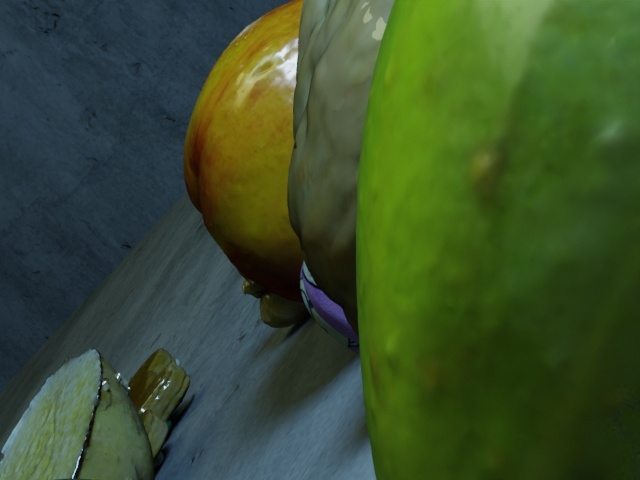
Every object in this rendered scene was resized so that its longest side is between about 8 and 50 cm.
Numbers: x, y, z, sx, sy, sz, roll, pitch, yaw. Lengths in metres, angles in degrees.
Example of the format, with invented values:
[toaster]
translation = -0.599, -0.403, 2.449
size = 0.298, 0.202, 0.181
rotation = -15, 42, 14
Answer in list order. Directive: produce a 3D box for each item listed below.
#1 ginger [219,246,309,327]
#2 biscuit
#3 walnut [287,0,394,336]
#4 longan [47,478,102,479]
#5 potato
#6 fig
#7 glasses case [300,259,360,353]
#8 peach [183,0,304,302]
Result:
[ginger]
translation = -0.014, -0.005, 1.745
size = 0.205, 0.115, 0.081
rotation = -41, -4, 30
[biscuit]
translation = -0.201, 0.212, 1.980
size = 0.197, 0.049, 0.301
rotation = -54, 9, -1
[walnut]
translation = 0.118, -0.076, 0.952
size = 0.285, 0.285, 0.296
rotation = -44, -11, 33
[longan]
translation = -0.129, 0.255, 0.788
size = 0.288, 0.288, 0.350
rotation = -44, 16, 34
[potato]
translation = -0.238, 0.256, 1.755
size = 0.239, 0.116, 0.299
rotation = -27, 37, 48
[fig]
translation = 0.132, -0.001, 0.676
size = 0.258, 0.258, 0.326
rotation = 172, 116, -77
[glasses case]
translation = 0.087, -0.049, 1.341
size = 0.316, 0.123, 0.076
rotation = -62, 4, -32
[peach]
translation = 0.022, -0.088, 1.508
size = 0.281, 0.238, 0.281
rotation = -25, -39, -22
